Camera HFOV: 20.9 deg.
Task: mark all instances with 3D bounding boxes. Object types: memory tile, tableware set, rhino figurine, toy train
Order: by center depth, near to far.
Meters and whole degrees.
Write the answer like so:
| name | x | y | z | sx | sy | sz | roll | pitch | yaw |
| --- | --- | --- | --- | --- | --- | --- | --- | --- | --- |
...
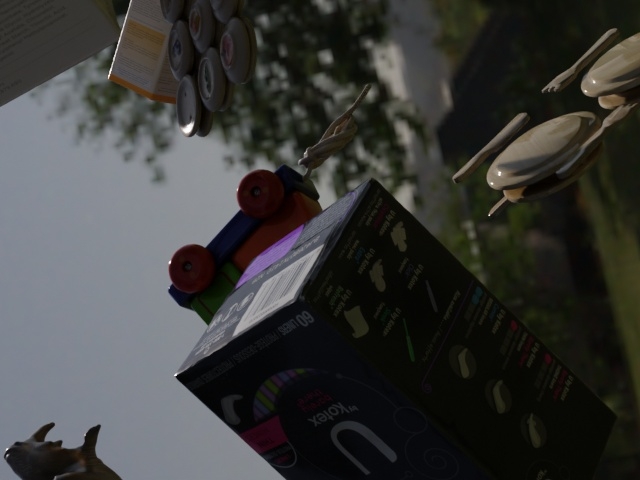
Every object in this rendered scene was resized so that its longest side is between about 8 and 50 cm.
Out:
| name | x | y | z | sx | sy | sz | roll | pitch | yaw |
| --- | --- | --- | --- | --- | --- | --- | --- | --- | --- |
| memory tile | -0.070 | -0.142 | 0.994 | 0.113 | 0.012 | 0.148 | 138 | 124 | -60 |
| tableware set | 0.192 | -0.083 | 1.196 | 0.128 | 0.194 | 0.039 | 0 | 128 | 58 |
| rhino figurine | -0.189 | 0.211 | 1.293 | 0.243 | 0.106 | 0.073 | -114 | 17 | -57 |
| toy train | 0.000 | 0.000 | 1.474 | 0.143 | 0.248 | 0.105 | 46 | -172 | 24 |

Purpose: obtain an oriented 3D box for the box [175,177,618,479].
| name | x | y | z | sx | sy | sz | roll | pitch | yaw |
| --- | --- | --- | --- | --- | --- | --- | --- | --- | --- |
| box | 0.058 | 0.116 | 1.283 | 0.270 | 0.165 | 0.143 | 43 | -134 | -13 |

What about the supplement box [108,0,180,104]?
| name | x | y | z | sx | sy | sz | roll | pitch | yaw |
| --- | --- | --- | --- | --- | --- | --- | --- | --- | --- |
| supplement box | -0.135 | -0.171 | 1.469 | 0.036 | 0.062 | 0.098 | 5 | -73 | -48 |

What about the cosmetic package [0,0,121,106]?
| name | x | y | z | sx | sy | sz | roll | pitch | yaw |
| --- | --- | --- | --- | --- | --- | --- | --- | --- | --- |
| cosmetic package | -0.269 | -0.221 | 1.322 | 0.184 | 0.151 | 0.151 | 53 | -167 | -45 |
